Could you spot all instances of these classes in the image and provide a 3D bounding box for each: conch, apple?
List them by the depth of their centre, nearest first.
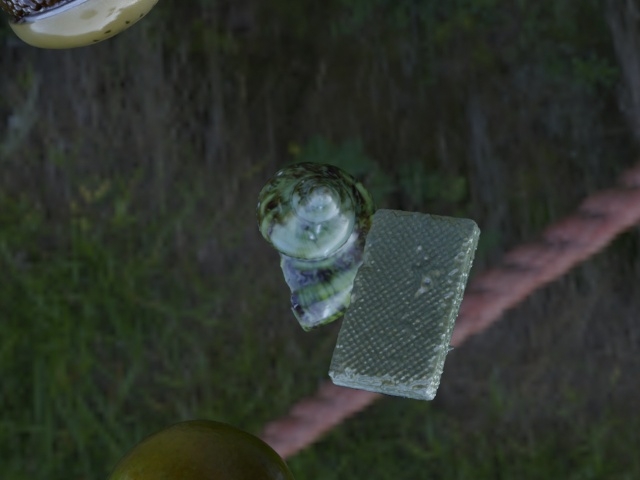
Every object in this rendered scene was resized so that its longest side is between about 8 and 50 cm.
[{"bbox_3d":[-0.108,0.253,1.591,0.196,0.157,0.196,22,148,15],"label":"apple"},{"bbox_3d":[0.002,-0.001,2.024,0.124,0.187,0.181,-10,156,26],"label":"conch"}]

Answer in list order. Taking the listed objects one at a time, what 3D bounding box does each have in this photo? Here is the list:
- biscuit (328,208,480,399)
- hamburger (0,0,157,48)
[{"bbox_3d":[0.088,0.065,1.828,0.121,0.199,0.040,8,159,23],"label":"biscuit"},{"bbox_3d":[-0.191,-0.223,1.358,0.175,0.175,0.137,-17,111,27],"label":"hamburger"}]
